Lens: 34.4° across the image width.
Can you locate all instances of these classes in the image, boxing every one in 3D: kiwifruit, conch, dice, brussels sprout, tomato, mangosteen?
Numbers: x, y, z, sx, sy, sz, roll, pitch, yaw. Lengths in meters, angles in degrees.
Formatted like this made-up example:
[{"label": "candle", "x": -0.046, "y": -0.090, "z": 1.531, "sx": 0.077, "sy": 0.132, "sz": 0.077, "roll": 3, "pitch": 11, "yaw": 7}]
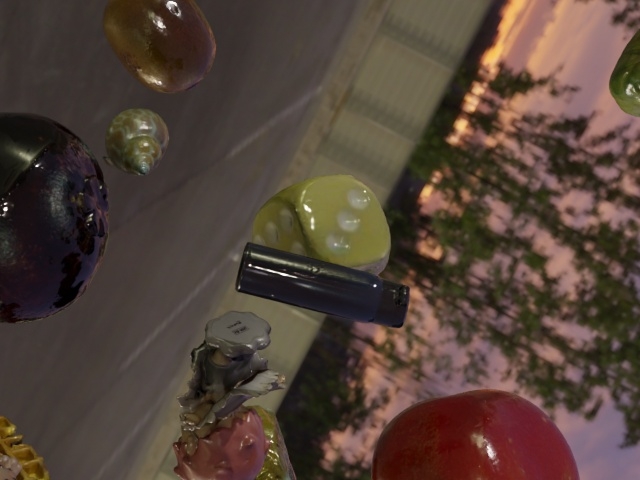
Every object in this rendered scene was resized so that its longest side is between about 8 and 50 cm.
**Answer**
[{"label": "kiwifruit", "x": -0.311, "y": -0.398, "z": 2.028, "sx": 0.196, "sy": 0.234, "sz": 0.196, "roll": -31, "pitch": -178, "yaw": 1}, {"label": "conch", "x": -0.302, "y": -0.161, "z": 1.709, "sx": 0.116, "sy": 0.106, "sz": 0.173, "roll": -49, "pitch": -175, "yaw": -17}, {"label": "dice", "x": 0.000, "y": 0.000, "z": 1.695, "sx": 0.169, "sy": 0.166, "sz": 0.169, "roll": -10, "pitch": 159, "yaw": -35}, {"label": "brussels sprout", "x": 0.587, "y": -0.300, "z": 1.761, "sx": 0.223, "sy": 0.161, "sz": 0.223, "roll": -29, "pitch": 172, "yaw": -4}, {"label": "tomato", "x": 0.247, "y": 0.388, "z": 1.657, "sx": 0.293, "sy": 0.325, "sz": 0.290, "roll": -24, "pitch": -107, "yaw": 45}, {"label": "mangosteen", "x": -0.467, "y": -0.031, "z": 1.529, "sx": 0.330, "sy": 0.330, "sz": 0.330, "roll": -62, "pitch": 179, "yaw": -3}]

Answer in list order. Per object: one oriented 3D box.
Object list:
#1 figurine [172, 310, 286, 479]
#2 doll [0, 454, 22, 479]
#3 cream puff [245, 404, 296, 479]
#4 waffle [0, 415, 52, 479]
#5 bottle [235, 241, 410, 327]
[{"label": "figurine", "x": -0.158, "y": 0.292, "z": 1.632, "sx": 0.207, "sy": 0.166, "sz": 0.387, "roll": -26, "pitch": 138, "yaw": -47}, {"label": "doll", "x": -0.510, "y": 0.412, "z": 1.603, "sx": 0.119, "sy": 0.154, "sz": 0.278, "roll": -50, "pitch": -146, "yaw": 5}, {"label": "cream puff", "x": -0.176, "y": 0.508, "z": 1.999, "sx": 0.378, "sy": 0.275, "sz": 0.378, "roll": 164, "pitch": -90, "yaw": -89}, {"label": "waffle", "x": -0.638, "y": 0.411, "z": 1.933, "sx": 0.283, "sy": 0.309, "sz": 0.065, "roll": -70, "pitch": 173, "yaw": -66}, {"label": "bottle", "x": 0.005, "y": 0.067, "z": 1.440, "sx": 0.082, "sy": 0.244, "sz": 0.072, "roll": 110, "pitch": -7, "yaw": -56}]
